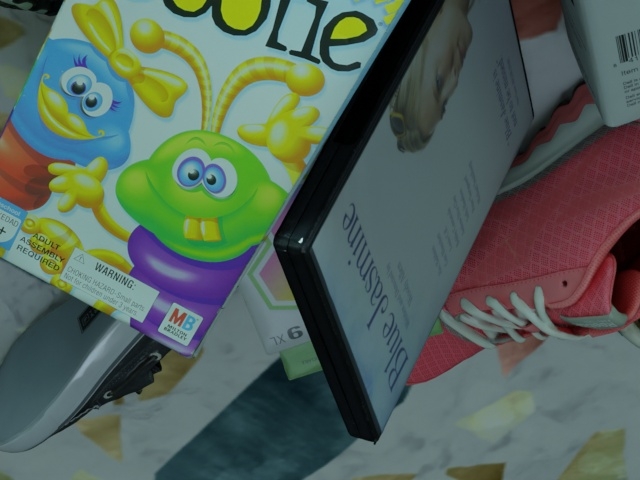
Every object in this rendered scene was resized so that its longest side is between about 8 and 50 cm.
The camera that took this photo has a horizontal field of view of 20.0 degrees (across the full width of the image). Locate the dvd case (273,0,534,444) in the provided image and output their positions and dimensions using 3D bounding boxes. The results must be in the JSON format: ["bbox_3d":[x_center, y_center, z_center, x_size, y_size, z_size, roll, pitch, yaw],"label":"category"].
[{"bbox_3d":[0.055,-0.038,1.007,0.022,0.253,0.180,13,147,25],"label":"dvd case"}]

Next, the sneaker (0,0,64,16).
[{"bbox_3d":[-0.204,-0.172,0.883,0.106,0.078,0.234,11,174,29],"label":"sneaker"}]

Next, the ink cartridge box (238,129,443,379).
[{"bbox_3d":[0.000,0.000,1.091,0.109,0.062,0.209,-19,117,3],"label":"ink cartridge box"}]

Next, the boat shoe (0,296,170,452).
[{"bbox_3d":[-0.129,0.065,1.172,0.076,0.080,0.228,26,117,-36],"label":"boat shoe"}]

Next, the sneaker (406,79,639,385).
[{"bbox_3d":[0.138,0.015,1.150,0.116,0.136,0.314,27,124,-37],"label":"sneaker"}]

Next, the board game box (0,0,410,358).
[{"bbox_3d":[-0.050,-0.105,0.900,0.142,0.144,0.275,29,121,-5],"label":"board game box"}]

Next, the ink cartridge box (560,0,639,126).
[{"bbox_3d":[0.202,-0.179,0.991,0.153,0.087,0.208,-18,140,3],"label":"ink cartridge box"}]

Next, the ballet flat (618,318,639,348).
[{"bbox_3d":[0.351,-0.034,1.147,0.400,0.139,0.139,-33,136,23],"label":"ballet flat"}]
